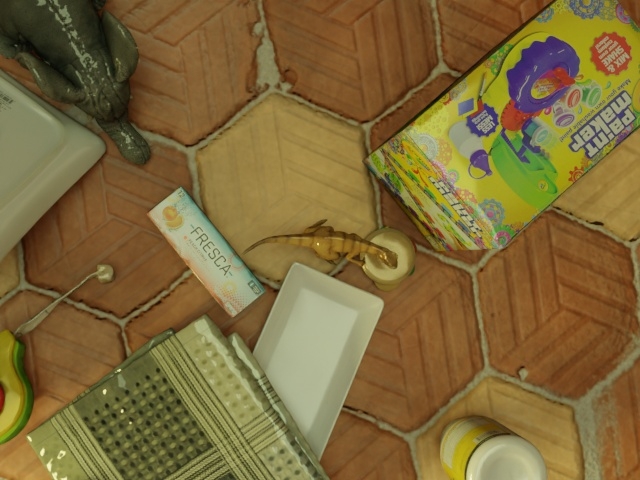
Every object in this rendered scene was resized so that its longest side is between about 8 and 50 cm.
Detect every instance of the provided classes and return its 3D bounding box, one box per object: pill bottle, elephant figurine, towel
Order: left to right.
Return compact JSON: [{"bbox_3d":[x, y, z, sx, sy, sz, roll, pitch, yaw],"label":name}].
[{"bbox_3d":[-0.295,-0.228,0.986,0.169,0.186,0.239,-40,79,28],"label":"elephant figurine"},{"bbox_3d":[-0.181,0.296,1.044,0.312,0.056,0.324,-34,94,6],"label":"towel"},{"bbox_3d":[0.218,0.290,1.037,0.103,0.184,0.103,0,89,-7],"label":"pill bottle"}]

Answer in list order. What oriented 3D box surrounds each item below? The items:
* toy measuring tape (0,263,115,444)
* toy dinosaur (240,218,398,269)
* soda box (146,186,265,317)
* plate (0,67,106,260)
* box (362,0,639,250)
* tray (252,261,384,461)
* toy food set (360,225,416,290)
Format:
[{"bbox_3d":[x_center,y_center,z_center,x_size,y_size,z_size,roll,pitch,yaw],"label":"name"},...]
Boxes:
[{"bbox_3d":[-0.379,0.169,1.013,0.330,0.121,0.121,-38,93,-15],"label":"toy measuring tape"},{"bbox_3d":[0.000,0.000,1.054,0.211,0.112,0.064,5,89,-6],"label":"toy dinosaur"},{"bbox_3d":[-0.154,0.016,1.063,0.063,0.058,0.183,-39,94,-6],"label":"soda box"},{"bbox_3d":[-0.450,-0.125,0.970,0.277,0.045,0.278,36,52,-4],"label":"plate"},{"bbox_3d":[0.237,-0.143,1.002,0.290,0.279,0.177,-40,94,-6],"label":"box"},{"bbox_3d":[-0.027,0.179,1.089,0.145,0.030,0.271,23,86,-5],"label":"tray"},{"bbox_3d":[0.097,0.023,1.111,0.082,0.020,0.083,-43,93,-6],"label":"toy food set"}]
